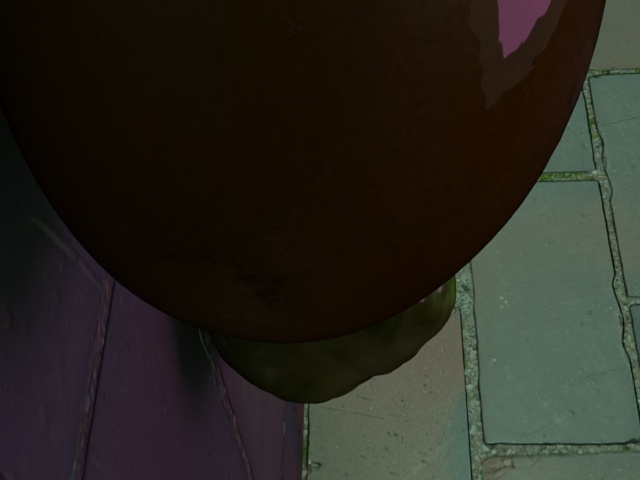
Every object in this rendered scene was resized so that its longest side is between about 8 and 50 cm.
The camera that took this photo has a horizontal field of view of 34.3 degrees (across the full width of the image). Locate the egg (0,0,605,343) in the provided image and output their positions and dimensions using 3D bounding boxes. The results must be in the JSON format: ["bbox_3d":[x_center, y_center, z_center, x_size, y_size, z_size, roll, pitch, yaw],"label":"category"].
[{"bbox_3d":[-0.014,-0.128,0.467,0.282,0.283,0.351,-58,154,-83],"label":"egg"}]

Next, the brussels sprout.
[{"bbox_3d":[0.000,0.000,0.955,0.328,0.247,0.328,-1,90,-82],"label":"brussels sprout"}]
